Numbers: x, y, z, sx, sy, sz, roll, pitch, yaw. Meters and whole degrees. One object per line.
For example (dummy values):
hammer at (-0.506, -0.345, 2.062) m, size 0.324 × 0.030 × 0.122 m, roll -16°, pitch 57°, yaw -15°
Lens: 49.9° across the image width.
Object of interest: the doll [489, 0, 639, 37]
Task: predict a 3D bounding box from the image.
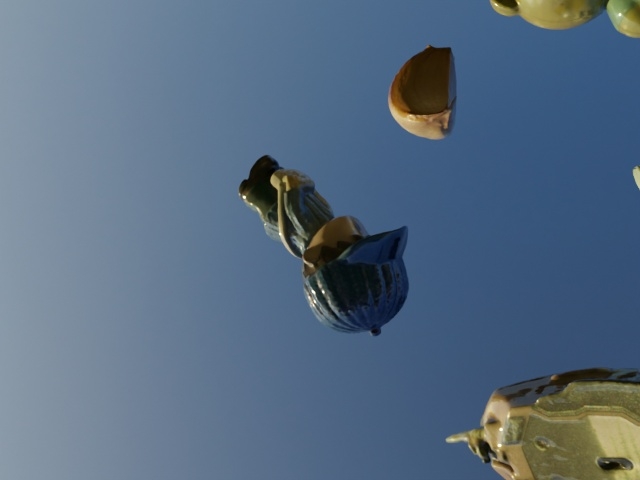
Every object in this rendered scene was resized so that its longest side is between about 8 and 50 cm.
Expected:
doll at (0.342, -0.323, 0.798) m, size 0.261 × 0.161 × 0.176 m, roll 20°, pitch -94°, yaw 22°

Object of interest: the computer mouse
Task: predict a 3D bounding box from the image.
computer mouse at (0.325, 0.236, 0.807) m, size 0.389 × 0.199 × 0.115 m, roll -15°, pitch -175°, yaw 45°

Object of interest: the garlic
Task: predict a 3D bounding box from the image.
garlic at (0.186, -0.230, 1.172) m, size 0.128 × 0.115 × 0.206 m, roll -21°, pitch -140°, yaw 22°

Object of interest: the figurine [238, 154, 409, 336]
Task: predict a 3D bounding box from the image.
figurine at (0.000, 0.000, 0.489) m, size 0.149 × 0.086 × 0.087 m, roll 39°, pitch -93°, yaw 25°

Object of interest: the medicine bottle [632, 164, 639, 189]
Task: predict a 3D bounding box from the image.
medicine bottle at (0.490, -0.098, 0.967) m, size 0.083 × 0.047 × 0.047 m, roll -22°, pitch -129°, yaw 10°
